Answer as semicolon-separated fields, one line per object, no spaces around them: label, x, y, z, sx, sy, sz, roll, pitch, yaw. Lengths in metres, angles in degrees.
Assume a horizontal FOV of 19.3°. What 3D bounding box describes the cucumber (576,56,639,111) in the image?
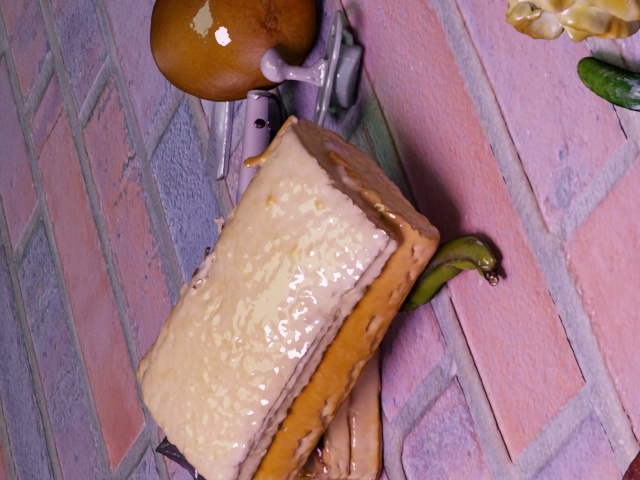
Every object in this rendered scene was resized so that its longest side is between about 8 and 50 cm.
cucumber;0.283;-0.145;1.769;0.168;0.039;0.039;34;119;59

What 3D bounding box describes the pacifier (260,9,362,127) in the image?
pacifier;-0.014;-0.206;2.244;0.127;0.116;0.150;-89;9;-65

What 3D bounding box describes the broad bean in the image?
broad bean;0.132;0.034;2.036;0.195;0.046;0.061;-20;69;58

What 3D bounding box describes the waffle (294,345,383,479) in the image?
waffle;-0.034;0.192;2.289;0.308;0.091;0.213;-10;80;62

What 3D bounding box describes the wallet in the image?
wallet;-0.066;-0.061;2.327;0.170;0.069;0.231;56;-142;-77

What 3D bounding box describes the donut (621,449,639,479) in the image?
donut;0.323;0.258;1.602;0.085;0.141;0.217;17;108;53

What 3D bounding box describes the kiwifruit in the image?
kiwifruit;-0.114;-0.268;2.347;0.234;0.196;0.196;175;96;-66

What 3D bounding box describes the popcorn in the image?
popcorn;0.247;-0.283;1.674;0.184;0.204;0.221;101;171;-47

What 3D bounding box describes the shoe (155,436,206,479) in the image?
shoe;-0.152;0.271;2.321;0.108;0.093;0.241;-3;89;64

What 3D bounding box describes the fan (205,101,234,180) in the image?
fan;-0.124;-0.218;2.540;0.057;0.023;0.282;37;122;58

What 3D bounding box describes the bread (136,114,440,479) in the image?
bread;-0.047;0.069;2.081;0.236;0.165;0.375;49;118;35
